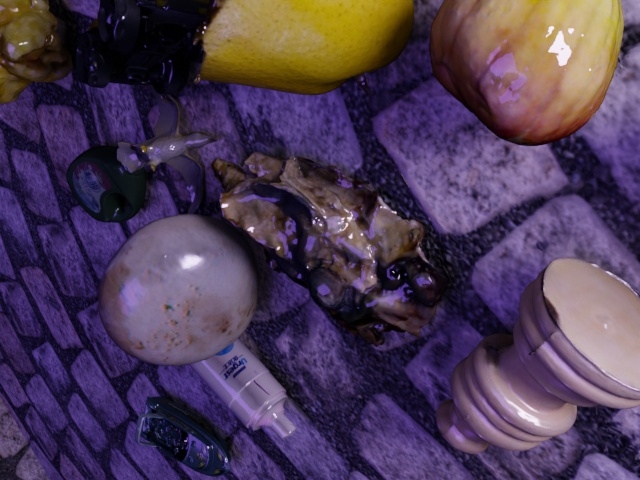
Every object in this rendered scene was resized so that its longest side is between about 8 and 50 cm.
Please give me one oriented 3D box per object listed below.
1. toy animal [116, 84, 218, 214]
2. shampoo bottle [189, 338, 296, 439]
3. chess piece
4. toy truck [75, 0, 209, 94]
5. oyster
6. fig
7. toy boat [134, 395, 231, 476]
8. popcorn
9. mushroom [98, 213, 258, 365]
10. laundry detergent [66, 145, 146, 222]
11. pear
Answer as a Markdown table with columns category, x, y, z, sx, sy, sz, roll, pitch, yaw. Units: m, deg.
| category | x | y | z | sx | sy | sz | roll | pitch | yaw |
| --- | --- | --- | --- | --- | --- | --- | --- | --- | --- |
| toy animal | -0.216 | -0.126 | 1.046 | 0.155 | 0.095 | 0.219 | 6 | 120 | 49 |
| shampoo bottle | -0.153 | 0.208 | 1.196 | 0.303 | 0.092 | 0.092 | 44 | 139 | 19 |
| chess piece | 0.216 | 0.157 | 0.769 | 0.139 | 0.124 | 0.307 | 21 | 141 | -6 |
| toy truck | -0.222 | -0.290 | 0.927 | 0.224 | 0.147 | 0.165 | -21 | 75 | 53 |
| oyster | -0.007 | -0.009 | 0.907 | 0.361 | 0.096 | 0.221 | 45 | 133 | 12 |
| fig | 0.169 | -0.184 | 0.560 | 0.160 | 0.143 | 0.230 | -113 | 25 | -44 |
| toy boat | -0.270 | 0.394 | 1.438 | 0.246 | 0.103 | 0.092 | 22 | 105 | 31 |
| popcorn | -0.499 | -0.327 | 1.174 | 0.203 | 0.226 | 0.200 | 18 | 177 | -7 |
| mushroom | -0.217 | 0.056 | 1.085 | 0.244 | 0.243 | 0.243 | 26 | 131 | 34 |
| laundry detergent | -0.345 | -0.099 | 1.227 | 0.211 | 0.063 | 0.137 | -14 | 107 | 47 |
| pear | 0.003 | -0.228 | 0.699 | 0.178 | 0.267 | 0.267 | 27 | 141 | -12 |
